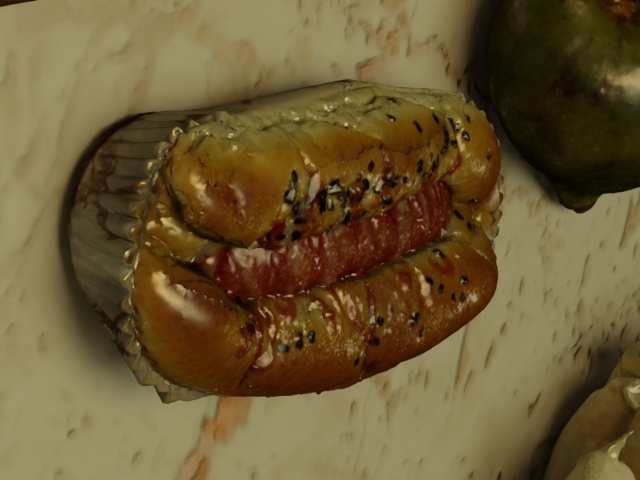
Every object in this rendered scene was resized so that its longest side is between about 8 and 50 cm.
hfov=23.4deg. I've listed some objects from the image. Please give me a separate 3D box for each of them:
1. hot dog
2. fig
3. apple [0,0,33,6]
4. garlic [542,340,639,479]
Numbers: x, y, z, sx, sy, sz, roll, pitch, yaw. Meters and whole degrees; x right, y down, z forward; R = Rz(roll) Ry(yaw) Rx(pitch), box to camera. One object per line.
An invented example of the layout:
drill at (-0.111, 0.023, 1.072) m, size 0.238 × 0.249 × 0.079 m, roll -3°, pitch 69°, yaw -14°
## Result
hot dog at (0.000, 0.000, 0.697) m, size 0.268 × 0.075 × 0.144 m, roll -12°, pitch 109°, yaw -51°
fig at (0.147, -0.087, 0.841) m, size 0.133 × 0.185 × 0.126 m, roll -13°, pitch 84°, yaw -10°
apple at (-0.115, -0.184, 0.392) m, size 0.253 × 0.253 × 0.253 m, roll -21°, pitch 118°, yaw -46°
garlic at (0.224, 0.158, 0.958) m, size 0.281 × 0.185 × 0.203 m, roll -31°, pitch 101°, yaw -17°
